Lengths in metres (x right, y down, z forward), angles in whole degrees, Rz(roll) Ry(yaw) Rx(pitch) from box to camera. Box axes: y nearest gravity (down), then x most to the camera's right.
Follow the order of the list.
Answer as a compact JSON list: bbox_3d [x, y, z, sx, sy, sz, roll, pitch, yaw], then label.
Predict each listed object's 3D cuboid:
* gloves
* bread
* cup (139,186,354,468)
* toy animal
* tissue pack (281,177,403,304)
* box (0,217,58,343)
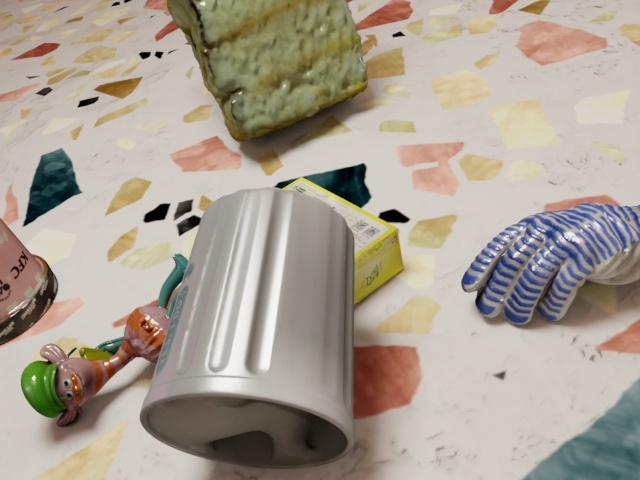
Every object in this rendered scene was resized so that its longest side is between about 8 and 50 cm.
[{"bbox_3d":[0.247,0.012,0.634,0.229,0.097,0.119,-22,8,2],"label":"gloves"},{"bbox_3d":[-0.116,-0.367,1.001,0.239,0.395,0.264,-28,20,-12],"label":"bread"},{"bbox_3d":[-0.073,0.078,0.575,0.221,0.167,0.202,-10,52,22],"label":"cup"},{"bbox_3d":[-0.201,0.104,0.684,0.208,0.100,0.103,-40,13,-7],"label":"toy animal"},{"bbox_3d":[0.000,0.000,0.754,0.095,0.062,0.176,-34,41,-23],"label":"tissue pack"},{"bbox_3d":[-0.428,0.037,0.816,0.151,0.135,0.151,-11,37,8],"label":"box"}]
